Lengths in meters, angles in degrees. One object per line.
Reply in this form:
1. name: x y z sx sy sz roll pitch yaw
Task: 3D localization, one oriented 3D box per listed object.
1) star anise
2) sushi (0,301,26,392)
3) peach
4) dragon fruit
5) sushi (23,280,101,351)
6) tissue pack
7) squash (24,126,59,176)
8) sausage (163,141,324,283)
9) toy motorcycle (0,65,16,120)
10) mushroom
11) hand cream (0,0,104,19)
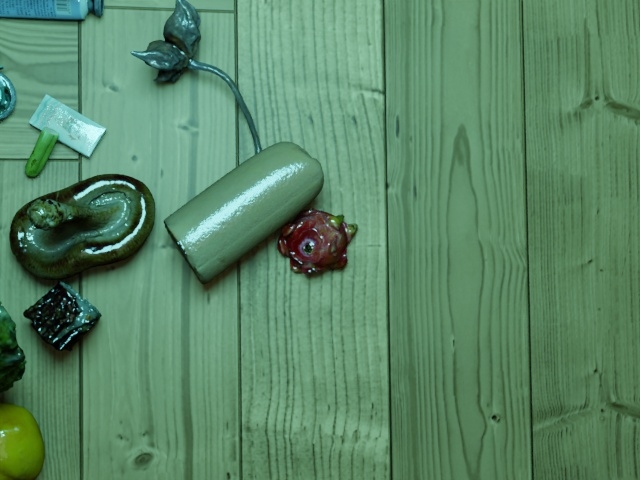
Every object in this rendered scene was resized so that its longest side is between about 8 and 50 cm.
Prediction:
1. star anise: -0.169 -0.235 1.269 0.228 0.148 0.218 28 127 4
2. sushi: -0.558 0.085 1.105 0.178 0.294 0.352 -37 67 -26
3. peach: -0.476 0.315 1.201 0.138 0.138 0.138 0 88 -9
4. dragon fruit: -0.005 0.003 1.319 0.126 0.068 0.112 14 88 -8
5. sushi: -0.391 0.115 1.236 0.094 0.098 0.084 45 80 0
6. tissue pack: -0.400 -0.180 1.282 0.108 0.023 0.056 29 85 -7
7. squash: -0.437 -0.134 1.264 0.028 0.027 0.083 28 105 -7
8. sausage: -0.117 -0.052 1.275 0.253 0.123 0.123 -36 94 -9
9. toy motorcycle: -0.605 -0.289 1.206 0.297 0.109 0.198 6 93 -20
10. mushroom: -0.355 -0.031 1.184 0.227 0.217 0.148 -28 86 -10
11. hand cream: -0.471 -0.384 1.265 0.256 0.055 0.088 3 96 -7
